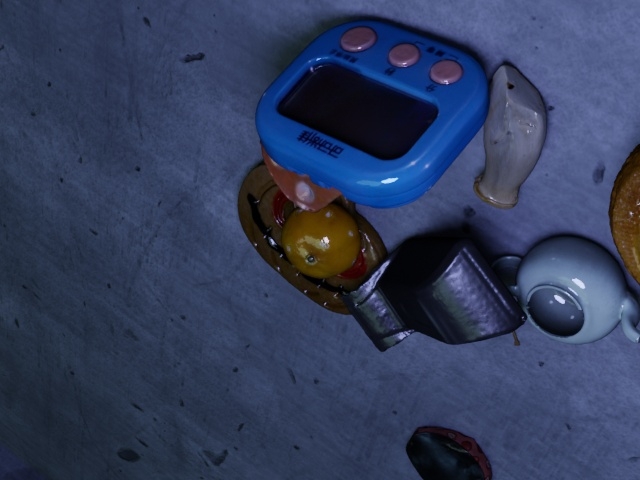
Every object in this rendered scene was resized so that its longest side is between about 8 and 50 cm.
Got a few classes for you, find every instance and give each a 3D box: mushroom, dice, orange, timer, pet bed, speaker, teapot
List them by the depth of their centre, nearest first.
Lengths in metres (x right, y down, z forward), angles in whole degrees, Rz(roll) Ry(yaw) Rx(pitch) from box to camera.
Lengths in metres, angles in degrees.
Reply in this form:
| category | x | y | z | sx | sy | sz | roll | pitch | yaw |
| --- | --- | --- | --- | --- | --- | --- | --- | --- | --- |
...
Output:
| category | x | y | z | sx | sy | sz | roll | pitch | yaw |
| --- | --- | --- | --- | --- | --- | --- | --- | --- | --- |
| timer | 0.082 | -0.206 | 1.677 | 0.340 | 0.309 | 0.115 | 27 | 154 | 31 |
| mushroom | 0.308 | -0.158 | 1.692 | 0.108 | 0.096 | 0.247 | 16 | 133 | 18 |
| teapot | 0.419 | 0.090 | 1.768 | 0.294 | 0.129 | 0.193 | 17 | 131 | 30 |
| speaker | 0.188 | 0.112 | 1.855 | 0.180 | 0.184 | 0.388 | 53 | 170 | -7 |
| dice | 0.014 | -0.170 | 1.880 | 0.179 | 0.174 | 0.175 | 52 | 140 | 0 |
| orange | 0.000 | 0.000 | 1.976 | 0.156 | 0.124 | 0.156 | 17 | 134 | 18 |
| pet bed | 0.280 | 0.485 | 2.261 | 0.201 | 0.053 | 0.201 | 24 | 134 | 27 |

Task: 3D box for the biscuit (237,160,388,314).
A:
| category | x | y | z | sx | sy | sz | roll | pitch | yaw |
| --- | --- | --- | --- | --- | --- | --- | --- | --- | --- |
| biscuit | -0.014 | -0.011 | 2.112 | 0.367 | 0.063 | 0.314 | 41 | 140 | 8 |

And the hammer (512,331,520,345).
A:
| category | x | y | z | sx | sy | sz | roll | pitch | yaw |
| --- | --- | --- | --- | --- | --- | --- | --- | --- | --- |
| hammer | 0.355 | 0.149 | 1.961 | 0.029 | 0.014 | 0.123 | 7 | 129 | 48 |

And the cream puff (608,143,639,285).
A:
| category | x | y | z | sx | sy | sz | roll | pitch | yaw |
| --- | --- | --- | --- | --- | --- | --- | --- | --- | --- |
| cream puff | 0.565 | -0.035 | 1.487 | 0.303 | 0.212 | 0.303 | 20 | 122 | 35 |
